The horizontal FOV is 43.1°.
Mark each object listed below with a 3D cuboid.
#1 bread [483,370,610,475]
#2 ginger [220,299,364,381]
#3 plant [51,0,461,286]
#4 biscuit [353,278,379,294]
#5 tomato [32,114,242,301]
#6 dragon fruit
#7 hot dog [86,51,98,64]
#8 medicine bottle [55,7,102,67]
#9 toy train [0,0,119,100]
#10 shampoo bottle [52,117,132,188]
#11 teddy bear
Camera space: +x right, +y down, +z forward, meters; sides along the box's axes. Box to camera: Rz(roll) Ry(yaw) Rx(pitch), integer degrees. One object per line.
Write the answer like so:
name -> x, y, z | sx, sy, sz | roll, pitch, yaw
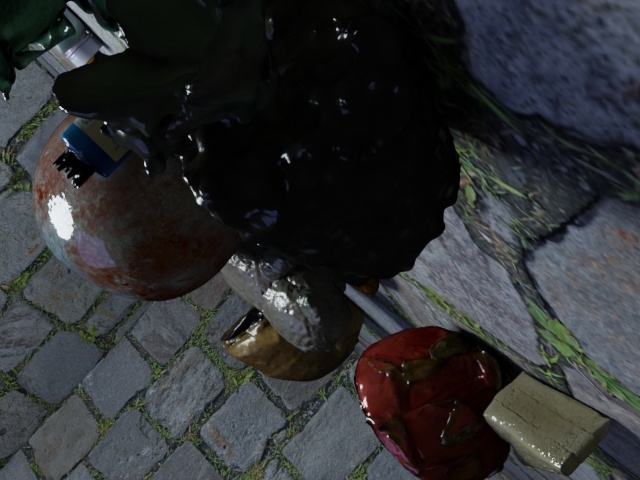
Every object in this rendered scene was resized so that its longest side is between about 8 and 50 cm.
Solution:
bread -> 0.254, 0.214, 0.855 | 0.105, 0.077, 0.152 | 49, 174, -23
ginger -> -0.050, 0.199, 1.683 | 0.223, 0.269, 0.200 | 49, 144, -2
plant -> -0.020, -0.065, 0.405 | 0.203, 0.142, 0.131 | 43, -170, -50
biscuit -> 0.000, 0.000, 1.109 | 0.212, 0.036, 0.212 | 40, 174, 5
tomato -> -0.256, -0.063, 1.182 | 0.316, 0.283, 0.317 | 31, 178, 1
dragon fruit -> 0.166, 0.177, 0.980 | 0.223, 0.148, 0.218 | 34, -154, -18
hot dog -> -0.398, -0.314, 1.343 | 0.062, 0.038, 0.144 | 36, 171, 35
medicine bottle -> -0.386, -0.315, 1.205 | 0.118, 0.055, 0.074 | 44, 171, -21
toy train -> -0.311, -0.267, 0.732 | 0.238, 0.167, 0.299 | 52, 171, -5
shampoo bottle -> -0.250, -0.142, 0.994 | 0.050, 0.183, 0.087 | 39, 172, 33
teddy bear -> -0.058, 0.064, 1.343 | 0.267, 0.151, 0.236 | 36, 164, 20
